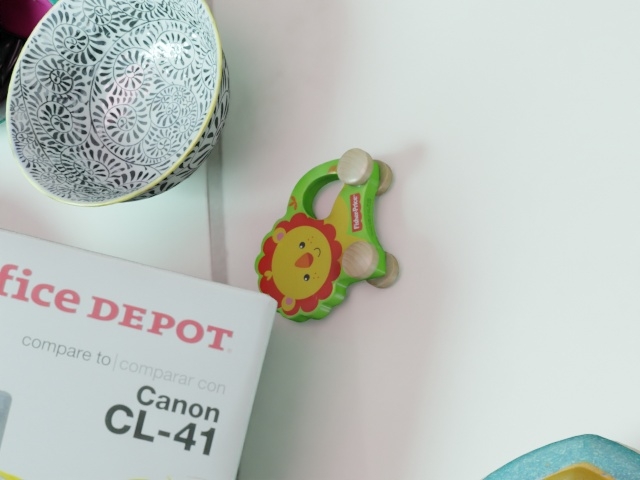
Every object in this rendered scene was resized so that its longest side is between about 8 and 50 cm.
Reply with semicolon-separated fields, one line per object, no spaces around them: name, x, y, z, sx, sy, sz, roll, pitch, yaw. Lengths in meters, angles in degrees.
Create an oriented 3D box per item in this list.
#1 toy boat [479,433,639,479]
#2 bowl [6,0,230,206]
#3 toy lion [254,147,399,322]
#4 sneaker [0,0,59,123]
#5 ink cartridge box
toy boat;0.179;0.192;0.665;0.318;0.148;0.267;-3;45;16
bowl;-0.122;-0.092;0.972;0.170;0.080;0.170;-8;71;24
toy lion;0.000;0.000;0.912;0.096;0.034;0.100;-14;68;31
sneaker;-0.261;-0.202;1.049;0.178;0.124;0.295;6;85;34
ink cartridge box;-0.171;0.157;0.834;0.226;0.131;0.306;15;81;-8
